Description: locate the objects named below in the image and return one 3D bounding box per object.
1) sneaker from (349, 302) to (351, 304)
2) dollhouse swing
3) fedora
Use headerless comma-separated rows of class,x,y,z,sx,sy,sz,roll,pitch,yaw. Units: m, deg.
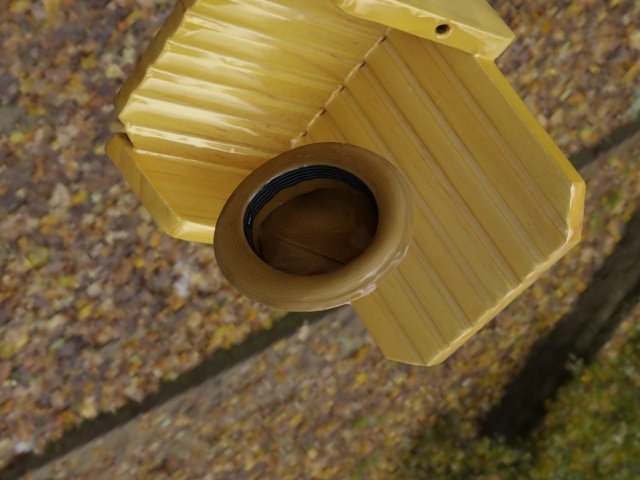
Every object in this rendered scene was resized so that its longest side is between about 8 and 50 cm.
sneaker,-0.041,-0.048,1.417,0.153,0.282,0.099,-60,-172,12
dollhouse swing,0.017,-0.068,1.095,0.315,0.305,0.347,8,138,-39
fedora,0.000,0.000,1.025,0.194,0.194,0.079,-38,140,-9
